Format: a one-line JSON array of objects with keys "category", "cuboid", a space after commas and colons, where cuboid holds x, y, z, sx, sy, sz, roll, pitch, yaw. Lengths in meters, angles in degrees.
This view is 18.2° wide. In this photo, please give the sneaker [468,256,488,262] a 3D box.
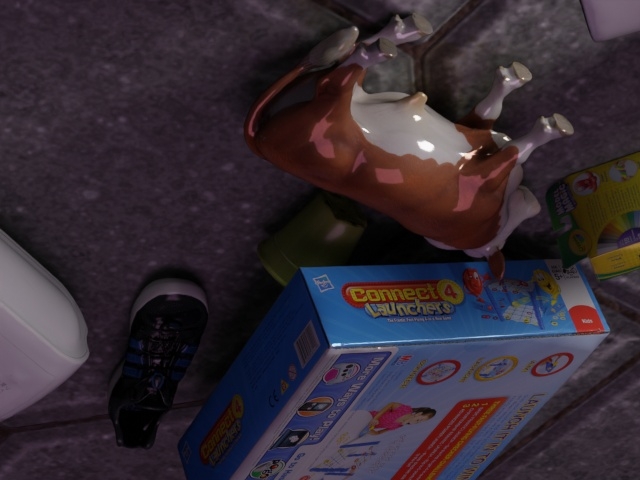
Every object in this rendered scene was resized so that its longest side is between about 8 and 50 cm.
[{"category": "sneaker", "cuboid": [0.156, 0.038, 1.880, 0.037, 0.032, 0.083, -26, 135, 18]}]

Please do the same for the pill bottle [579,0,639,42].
[{"category": "pill bottle", "cuboid": [0.353, -0.286, 1.404, 0.392, 0.224, 0.224, -17, 138, 9]}]

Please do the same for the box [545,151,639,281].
[{"category": "box", "cuboid": [0.294, -0.030, 1.772, 0.179, 0.105, 0.043, -17, 137, 10]}]

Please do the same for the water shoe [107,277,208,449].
[{"category": "water shoe", "cuboid": [-0.149, 0.120, 1.881, 0.073, 0.080, 0.203, 6, 137, -17]}]

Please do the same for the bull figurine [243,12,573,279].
[{"category": "bull figurine", "cuboid": [0.091, -0.078, 1.689, 0.310, 0.101, 0.188, 18, 128, -30]}]

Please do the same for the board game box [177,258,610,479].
[{"category": "board game box", "cuboid": [0.063, 0.140, 1.865, 0.302, 0.086, 0.308, -1, 145, -31]}]

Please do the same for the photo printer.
[{"category": "photo printer", "cuboid": [-0.372, 0.069, 1.764, 0.256, 0.107, 0.307, -25, 137, 18]}]

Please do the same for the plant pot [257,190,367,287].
[{"category": "plant pot", "cuboid": [0.000, 0.000, 1.782, 0.083, 0.083, 0.079, 23, 118, -31]}]
